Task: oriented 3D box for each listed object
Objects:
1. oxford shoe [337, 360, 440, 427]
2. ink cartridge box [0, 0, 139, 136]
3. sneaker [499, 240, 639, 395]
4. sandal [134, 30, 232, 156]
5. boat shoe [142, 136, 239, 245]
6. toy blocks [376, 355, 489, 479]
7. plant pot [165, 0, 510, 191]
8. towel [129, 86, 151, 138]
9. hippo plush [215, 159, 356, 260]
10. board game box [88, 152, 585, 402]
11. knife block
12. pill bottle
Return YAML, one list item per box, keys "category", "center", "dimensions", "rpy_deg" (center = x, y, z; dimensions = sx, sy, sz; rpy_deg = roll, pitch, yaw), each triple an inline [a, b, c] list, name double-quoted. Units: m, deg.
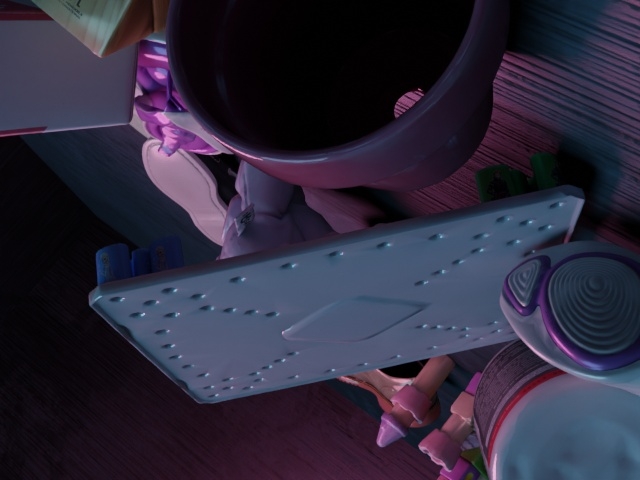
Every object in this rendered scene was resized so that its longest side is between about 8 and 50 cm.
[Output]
- category: "oxford shoe"
  center: [0.102, 0.218, 1.726]
  dimensions: [0.348, 0.123, 0.130]
  rpy_deg: [29, 137, 42]
- category: "ink cartridge box"
  center: [-0.341, -0.202, 0.859]
  dimensions: [0.283, 0.207, 0.117]
  rpy_deg: [30, 121, 36]
- category: "sneaker"
  center: [0.282, 0.097, 0.693]
  dimensions: [0.305, 0.114, 0.152]
  rpy_deg: [20, 161, 36]
- category: "sandal"
  center: [-0.148, -0.141, 1.038]
  dimensions: [0.170, 0.102, 0.416]
  rpy_deg: [12, 172, -3]
- category: "boat shoe"
  center: [-0.184, -0.096, 1.411]
  dimensions: [0.114, 0.091, 0.302]
  rpy_deg: [7, 152, 20]
- category: "toy blocks"
  center: [0.261, 0.392, 1.469]
  dimensions: [0.309, 0.260, 0.288]
  rpy_deg: [24, 159, 50]
- category: "plant pot"
  center: [0.030, -0.117, 0.579]
  dimensions: [0.201, 0.201, 0.180]
  rpy_deg: [33, 180, 26]
- category: "towel"
  center: [-0.293, -0.226, 1.399]
  dimensions: [0.248, 0.038, 0.325]
  rpy_deg: [37, 167, 6]
- category: "hippo plush"
  center: [0.000, 0.000, 1.117]
  dimensions: [0.237, 0.234, 0.294]
  rpy_deg: [14, 176, -8]
- category: "board game box"
  center: [0.027, 0.057, 0.856]
  dimensions: [0.390, 0.390, 0.050]
  rpy_deg: [74, -176, -67]
- category: "knife block"
  center: [-0.127, -0.277, 0.715]
  dimensions: [0.088, 0.242, 0.275]
  rpy_deg: [40, -148, -1]
- category: "pill bottle"
  center: [0.245, 0.187, 0.888]
  dimensions: [0.176, 0.176, 0.318]
  rpy_deg: [39, -173, 1]
